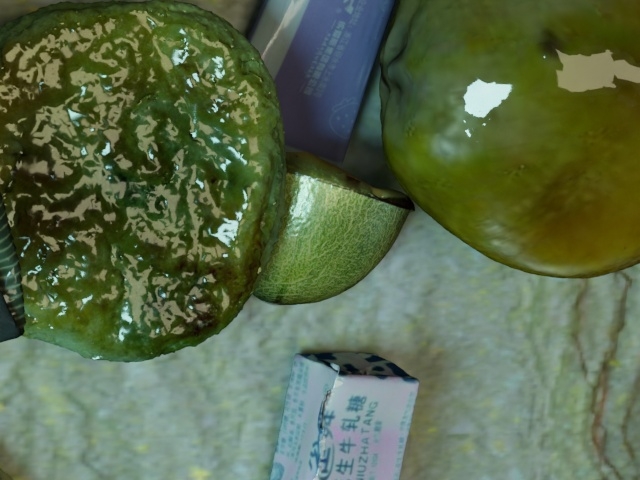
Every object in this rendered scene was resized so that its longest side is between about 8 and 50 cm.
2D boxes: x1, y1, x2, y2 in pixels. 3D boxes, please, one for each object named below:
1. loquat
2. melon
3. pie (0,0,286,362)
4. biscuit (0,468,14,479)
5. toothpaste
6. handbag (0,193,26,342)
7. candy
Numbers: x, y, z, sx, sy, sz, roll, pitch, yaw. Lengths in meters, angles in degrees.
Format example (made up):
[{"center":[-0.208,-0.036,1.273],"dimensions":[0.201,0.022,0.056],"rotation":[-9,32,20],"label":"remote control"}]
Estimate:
[{"center":[0.176,-0.113,1.401],"dimensions":[0.283,0.276,0.276],"rotation":[11,96,-20],"label":"loquat"},{"center":[0.000,0.000,1.422],"dimensions":[0.160,0.079,0.128],"rotation":[14,101,-33],"label":"melon"},{"center":[-0.150,-0.046,1.308],"dimensions":[0.277,0.078,0.277],"rotation":[-5,103,-21],"label":"pie"},{"center":[-0.277,0.255,1.312],"dimensions":[0.213,0.091,0.274],"rotation":[-45,120,-17],"label":"biscuit"},{"center":[0.023,-0.219,1.392],"dimensions":[0.125,0.080,0.371],"rotation":[14,100,-32],"label":"toothpaste"},{"center":[-0.349,0.010,1.118],"dimensions":[0.340,0.247,0.240],"rotation":[-39,119,-33],"label":"handbag"},{"center":[0.013,0.172,1.472],"dimensions":[0.092,0.073,0.160],"rotation":[8,96,-36],"label":"candy"}]
